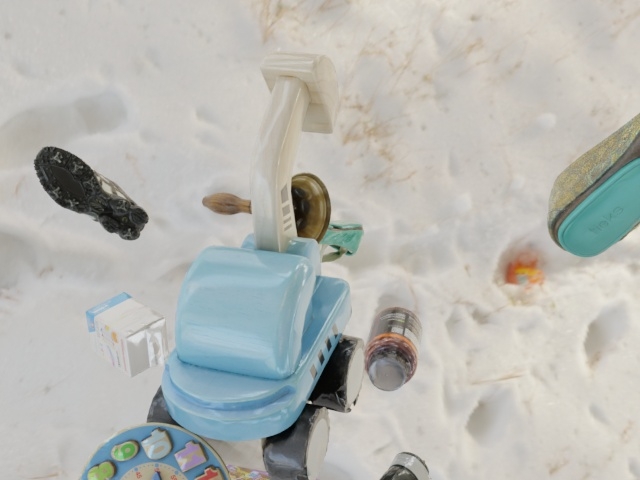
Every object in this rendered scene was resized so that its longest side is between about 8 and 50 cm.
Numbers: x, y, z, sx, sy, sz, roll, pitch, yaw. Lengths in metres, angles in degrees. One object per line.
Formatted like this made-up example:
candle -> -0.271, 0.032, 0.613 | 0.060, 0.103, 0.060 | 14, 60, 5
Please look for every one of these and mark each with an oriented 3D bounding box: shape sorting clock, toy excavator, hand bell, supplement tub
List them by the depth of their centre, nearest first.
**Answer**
shape sorting clock -> -0.202, 0.325, 1.084 | 0.206, 0.040, 0.206 | -1, 82, 5
toy excavator -> -0.063, 0.028, 1.165 | 0.222, 0.445, 0.433 | 9, 36, 18
hand bell -> -0.113, -0.055, 1.477 | 0.126, 0.242, 0.126 | -9, 102, -47
supplement tub -> 0.137, 0.210, 1.706 | 0.106, 0.106, 0.198 | 44, 22, -6

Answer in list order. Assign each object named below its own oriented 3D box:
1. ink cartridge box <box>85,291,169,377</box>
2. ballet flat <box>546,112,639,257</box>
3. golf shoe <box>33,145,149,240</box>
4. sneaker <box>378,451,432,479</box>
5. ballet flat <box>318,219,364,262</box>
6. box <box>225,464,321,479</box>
ink cartridge box -> -0.344, 0.173, 1.621 | 0.090, 0.143, 0.092 | -27, 128, -38
ballet flat -> 0.384, -0.114, 0.976 | 0.123, 0.348, 0.123 | 26, 41, -25
golf shoe -> -0.358, -0.074, 1.379 | 0.198, 0.094, 0.077 | 42, 89, -23
sneaker -> 0.102, 0.401, 1.168 | 0.106, 0.078, 0.234 | -25, 114, -43
ballet flat -> 0.000, 0.000, 1.692 | 0.247, 0.083, 0.087 | 5, 96, -53
box -> -0.105, 0.474, 1.605 | 0.201, 0.293, 0.057 | -14, 103, -37
